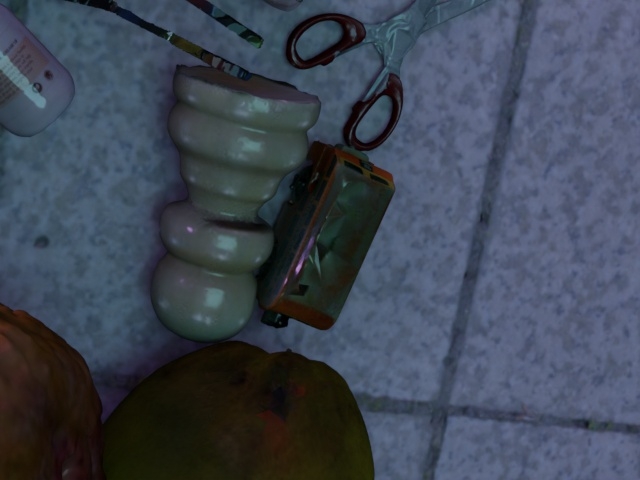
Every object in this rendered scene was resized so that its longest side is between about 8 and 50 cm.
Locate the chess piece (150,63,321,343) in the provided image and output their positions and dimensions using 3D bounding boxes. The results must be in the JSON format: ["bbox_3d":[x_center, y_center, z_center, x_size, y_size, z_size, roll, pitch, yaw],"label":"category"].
[{"bbox_3d":[-0.089,-0.027,1.256,0.133,0.133,0.243,7,105,-24],"label":"chess piece"}]

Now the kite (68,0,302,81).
[{"bbox_3d":[-0.157,-0.240,1.184,0.285,0.015,0.152,28,91,-8],"label":"kite"}]

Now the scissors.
[{"bbox_3d":[0.090,-0.210,1.343,0.247,0.017,0.144,-42,114,-11],"label":"scissors"}]

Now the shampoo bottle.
[{"bbox_3d":[-0.290,-0.172,1.157,0.074,0.074,0.192,-46,113,-8],"label":"shampoo bottle"}]

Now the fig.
[{"bbox_3d":[-0.355,0.170,1.066,0.368,0.286,0.286,7,100,10],"label":"fig"}]

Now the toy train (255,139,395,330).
[{"bbox_3d":[0.000,0.000,1.304,0.072,0.099,0.188,23,91,-26],"label":"toy train"}]

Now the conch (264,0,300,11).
[{"bbox_3d":[-0.056,-0.270,1.245,0.176,0.094,0.104,21,108,1],"label":"conch"}]

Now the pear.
[{"bbox_3d":[-0.091,0.242,1.234,0.269,0.269,0.321,31,79,-26],"label":"pear"}]
